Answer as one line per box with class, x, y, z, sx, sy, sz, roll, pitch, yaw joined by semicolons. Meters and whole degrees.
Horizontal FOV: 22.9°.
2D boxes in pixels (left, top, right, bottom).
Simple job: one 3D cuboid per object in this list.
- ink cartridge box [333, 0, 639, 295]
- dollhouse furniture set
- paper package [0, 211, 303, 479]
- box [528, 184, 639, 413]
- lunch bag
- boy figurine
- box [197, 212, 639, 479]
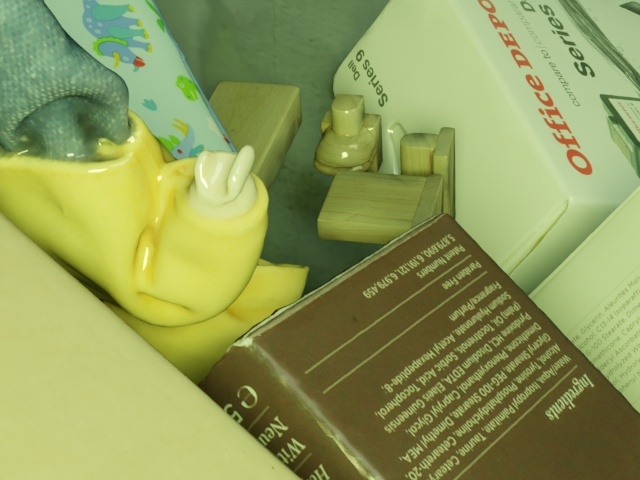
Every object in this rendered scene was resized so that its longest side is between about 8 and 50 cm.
ink cartridge box;0.181;-0.060;1.045;0.289;0.121;0.211;1;50;-40
dollhouse furniture set;0.000;0.000;0.908;0.151;0.123;0.144;5;35;13
paper package;-0.145;0.162;0.474;0.309;0.168;0.325;40;35;11
box;0.207;0.059;0.892;0.181;0.182;0.119;-9;58;-45
lunch bag;-0.150;-0.067;0.795;0.176;0.090;0.219;-3;54;-43
boy figurine;-0.083;-0.028;0.625;0.092;0.177;0.285;-58;137;-22
box;0.039;0.130;0.683;0.203;0.168;0.167;47;37;11
